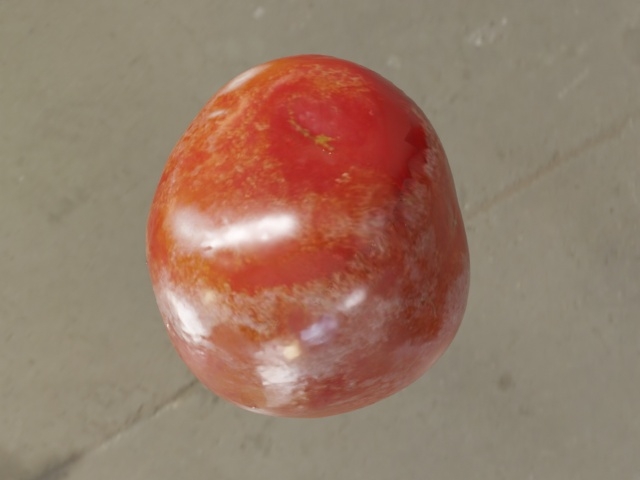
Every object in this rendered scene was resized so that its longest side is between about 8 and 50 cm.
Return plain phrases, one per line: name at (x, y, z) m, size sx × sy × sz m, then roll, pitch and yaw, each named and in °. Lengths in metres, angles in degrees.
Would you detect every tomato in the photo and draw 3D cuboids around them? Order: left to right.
tomato at (0.000, 0.000, 0.862) m, size 0.151 × 0.187 × 0.187 m, roll -13°, pitch 112°, yaw 22°
